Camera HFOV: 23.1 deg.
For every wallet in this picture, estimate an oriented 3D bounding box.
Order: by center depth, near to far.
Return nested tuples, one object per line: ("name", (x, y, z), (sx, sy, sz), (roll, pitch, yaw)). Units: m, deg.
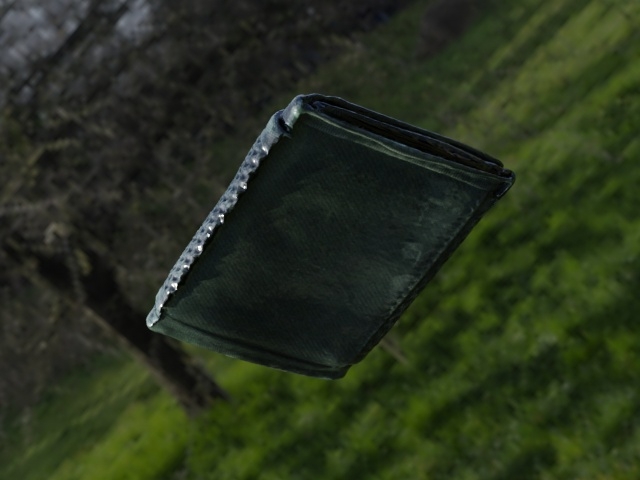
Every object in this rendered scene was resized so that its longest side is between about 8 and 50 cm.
("wallet", (0.000, 0.000, 1.517), (0.342, 0.237, 0.075), (-53, 31, 40))
